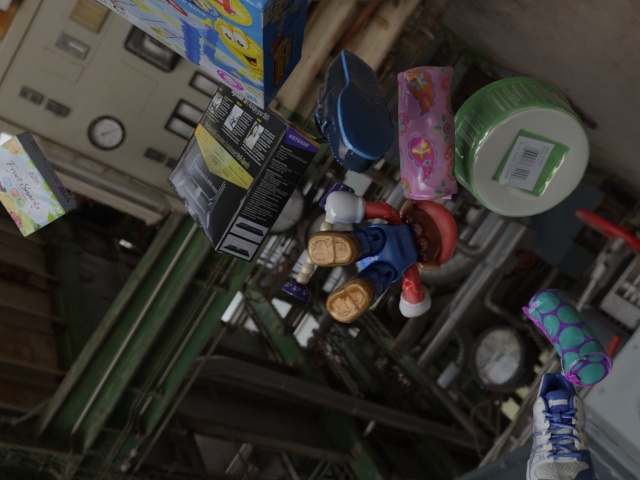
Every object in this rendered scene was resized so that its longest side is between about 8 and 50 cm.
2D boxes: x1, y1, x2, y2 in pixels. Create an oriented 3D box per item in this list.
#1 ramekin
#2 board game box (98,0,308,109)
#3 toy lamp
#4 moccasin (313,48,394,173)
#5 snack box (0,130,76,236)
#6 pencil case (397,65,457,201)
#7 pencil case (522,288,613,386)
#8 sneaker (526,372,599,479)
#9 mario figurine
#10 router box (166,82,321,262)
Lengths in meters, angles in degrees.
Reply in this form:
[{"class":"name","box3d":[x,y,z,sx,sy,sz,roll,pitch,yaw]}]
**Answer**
[{"class":"ramekin","box3d":[0.449,-0.201,1.435,0.303,0.303,0.148,29,-155,-19]},{"class":"board game box","box3d":[-0.160,-0.287,0.641,0.308,0.086,0.302,33,175,-2]},{"class":"toy lamp","box3d":[0.000,0.000,1.436,0.080,0.275,0.080,24,177,1]},{"class":"moccasin","box3d":[0.053,-0.213,1.137,0.137,0.117,0.342,32,-147,-19]},{"class":"snack box","box3d":[-0.476,-0.090,1.030,0.141,0.100,0.037,60,-159,-11]},{"class":"pencil case","box3d":[0.228,-0.222,1.346,0.124,0.284,0.124,-5,-171,1]},{"class":"pencil case","box3d":[0.366,0.141,0.946,0.152,0.070,0.064,-105,-12,-54]},{"class":"sneaker","box3d":[0.395,0.324,1.066,0.111,0.131,0.296,-8,-169,16]},{"class":"mario figurine","box3d":[0.091,0.028,1.007,0.170,0.198,0.320,23,-157,29]},{"class":"router box","box3d":[-0.154,-0.140,1.167,0.081,0.243,0.309,23,-165,-38]}]
